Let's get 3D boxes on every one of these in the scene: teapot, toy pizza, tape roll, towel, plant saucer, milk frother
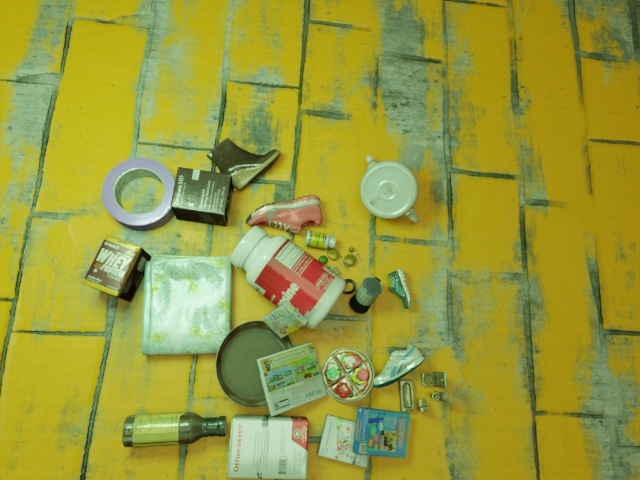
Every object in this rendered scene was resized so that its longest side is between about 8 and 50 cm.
[{"bbox_3d":[0.290,-0.207,1.970,0.253,0.187,0.256,8,102,13],"label":"teapot"},{"bbox_3d":[0.101,0.506,1.816,0.201,0.032,0.201,-2,75,9],"label":"toy pizza"},{"bbox_3d":[-0.696,-0.179,1.876,0.275,0.090,0.274,2,76,-7],"label":"tape roll"},{"bbox_3d":[-0.493,0.236,1.803,0.321,0.090,0.374,0,77,-7],"label":"towel"},{"bbox_3d":[-0.236,0.451,1.770,0.311,0.050,0.310,6,74,-23],"label":"plant saucer"},{"bbox_3d":[0.152,0.187,1.873,0.143,0.134,0.129,24,44,-4],"label":"milk frother"}]

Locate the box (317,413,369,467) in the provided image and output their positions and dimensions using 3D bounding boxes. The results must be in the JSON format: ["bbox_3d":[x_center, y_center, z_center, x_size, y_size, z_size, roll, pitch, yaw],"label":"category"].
[{"bbox_3d":[0.096,0.740,1.784,0.186,0.038,0.145,16,74,-2],"label":"box"}]

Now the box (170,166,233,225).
[{"bbox_3d":[-0.452,-0.166,1.863,0.203,0.167,0.168,8,76,-5],"label":"box"}]

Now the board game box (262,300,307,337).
[{"bbox_3d":[-0.131,0.289,1.747,0.103,0.154,0.026,46,42,-7],"label":"board game box"}]

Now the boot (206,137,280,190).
[{"bbox_3d":[-0.311,-0.348,1.965,0.248,0.090,0.207,-40,87,-11],"label":"boot"}]

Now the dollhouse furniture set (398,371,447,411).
[{"bbox_3d":[0.387,0.572,1.817,0.151,0.123,0.144,0,76,-7],"label":"dollhouse furniture set"}]

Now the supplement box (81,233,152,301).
[{"bbox_3d":[-0.730,0.105,1.748,0.129,0.194,0.191,21,75,-2],"label":"supplement box"}]

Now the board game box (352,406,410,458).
[{"bbox_3d":[0.226,0.706,1.772,0.210,0.047,0.160,16,74,-22],"label":"board game box"}]

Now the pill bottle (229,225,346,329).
[{"bbox_3d":[-0.126,0.130,1.803,0.408,0.229,0.229,36,75,3],"label":"pill bottle"}]

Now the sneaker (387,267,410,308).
[{"bbox_3d":[0.315,0.199,1.939,0.076,0.065,0.166,-16,75,6],"label":"sneaker"}]

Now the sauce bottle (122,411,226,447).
[{"bbox_3d":[-0.504,0.661,1.689,0.344,0.111,0.111,1,76,-8],"label":"sauce bottle"}]

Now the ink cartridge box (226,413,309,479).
[{"bbox_3d":[-0.185,0.728,1.710,0.273,0.114,0.197,5,77,-7],"label":"ink cartridge box"}]

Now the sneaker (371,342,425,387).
[{"bbox_3d":[0.287,0.485,1.853,0.229,0.087,0.092,-29,65,-14],"label":"sneaker"}]

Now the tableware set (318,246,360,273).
[{"bbox_3d":[0.075,0.074,1.951,0.154,0.024,0.104,-29,79,-12],"label":"tableware set"}]

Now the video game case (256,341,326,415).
[{"bbox_3d":[-0.105,0.507,1.778,0.227,0.026,0.206,-12,83,-26],"label":"video game case"}]

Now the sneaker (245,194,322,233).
[{"bbox_3d":[-0.136,-0.086,1.913,0.314,0.116,0.136,-14,80,-11],"label":"sneaker"}]

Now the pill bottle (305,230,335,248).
[{"bbox_3d":[0.000,0.000,1.935,0.116,0.065,0.065,10,76,-5],"label":"pill bottle"}]
